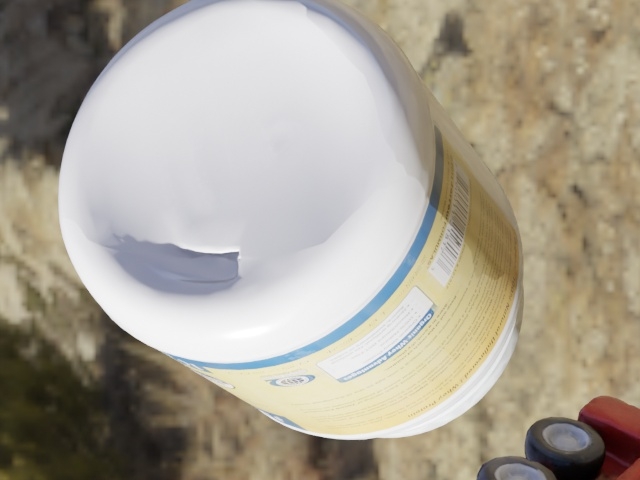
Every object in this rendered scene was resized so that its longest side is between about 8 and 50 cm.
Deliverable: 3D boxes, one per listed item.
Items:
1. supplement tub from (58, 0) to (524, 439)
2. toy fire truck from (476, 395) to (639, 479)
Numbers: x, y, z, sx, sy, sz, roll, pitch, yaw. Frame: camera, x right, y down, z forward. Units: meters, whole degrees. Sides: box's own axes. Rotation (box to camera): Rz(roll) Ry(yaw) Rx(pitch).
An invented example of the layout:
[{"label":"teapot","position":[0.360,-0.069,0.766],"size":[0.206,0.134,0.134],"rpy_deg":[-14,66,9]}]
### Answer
[{"label":"supplement tub","position":[0.000,0.000,0.679],"size":[0.199,0.144,0.144],"rpy_deg":[43,-141,-62]},{"label":"toy fire truck","position":[0.094,0.093,0.380],"size":[0.135,0.192,0.047],"rpy_deg":[23,122,30]}]
